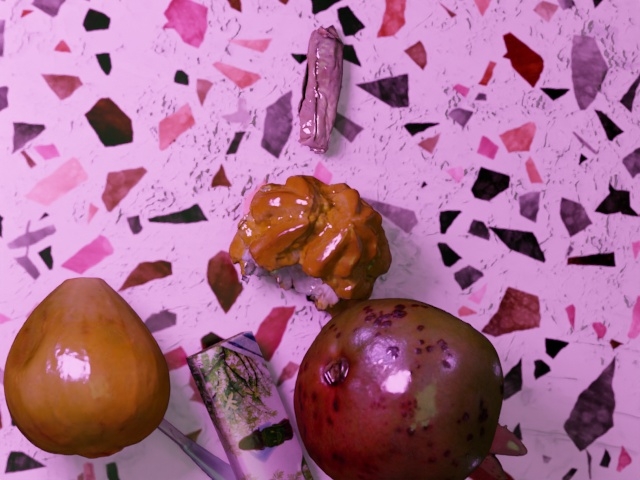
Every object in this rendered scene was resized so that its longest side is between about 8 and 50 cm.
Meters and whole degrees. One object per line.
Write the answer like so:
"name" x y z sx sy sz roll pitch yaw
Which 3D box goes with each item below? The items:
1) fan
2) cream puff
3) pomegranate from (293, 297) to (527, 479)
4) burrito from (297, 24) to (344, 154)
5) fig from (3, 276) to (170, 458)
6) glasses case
"fan" -0.142 0.307 1.677 0.282 0.023 0.057 43 80 -10
"cream puff" 0.002 -0.005 1.652 0.221 0.194 0.195 24 82 -15
"pomegranate" 0.136 0.205 1.625 0.323 0.290 0.291 3 86 -25
"burrito" -0.001 -0.217 1.728 0.058 0.045 0.188 15 80 -38
"fig" -0.305 0.166 1.556 0.207 0.207 0.230 -34 72 -13
"glasses case" -0.085 0.264 1.660 0.095 0.062 0.272 -24 91 -22
